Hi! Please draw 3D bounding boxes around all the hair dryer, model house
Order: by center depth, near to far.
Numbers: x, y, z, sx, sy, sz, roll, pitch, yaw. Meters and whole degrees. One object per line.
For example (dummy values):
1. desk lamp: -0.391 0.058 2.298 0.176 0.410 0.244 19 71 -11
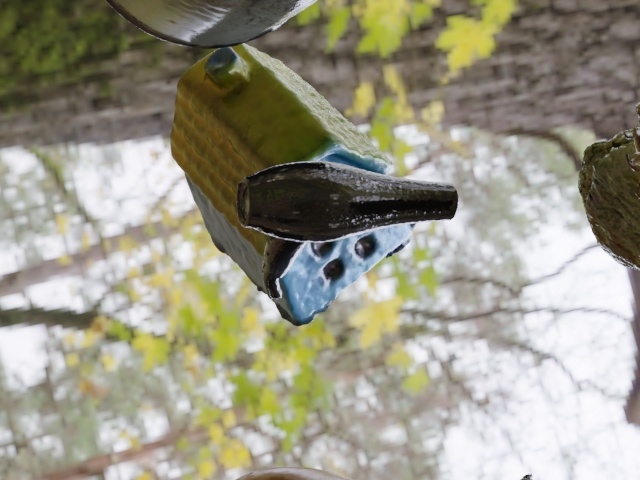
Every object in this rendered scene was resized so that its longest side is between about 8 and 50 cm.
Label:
1. hair dryer: 0.000 0.000 1.474 0.219 0.195 0.075 126 -40 -57
2. model house: -0.049 -0.088 1.966 0.237 0.215 0.303 45 -10 35

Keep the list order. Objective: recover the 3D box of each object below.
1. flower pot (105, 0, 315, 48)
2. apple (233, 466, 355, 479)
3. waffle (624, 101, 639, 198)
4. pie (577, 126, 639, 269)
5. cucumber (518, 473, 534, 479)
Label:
1. flower pot: -0.074 -0.356 1.591 0.330 0.293 0.294 173 -95 -70
2. apple: -0.013 0.456 1.904 0.346 0.391 0.391 56 -9 -32
3. waffle: 0.339 0.045 1.406 0.348 0.077 0.304 -72 144 -66
4. pie: 0.391 -0.039 1.927 0.201 0.090 0.248 17 -33 22
5. cucumber: 0.269 0.401 2.008 0.067 0.067 0.293 102 -11 -45
